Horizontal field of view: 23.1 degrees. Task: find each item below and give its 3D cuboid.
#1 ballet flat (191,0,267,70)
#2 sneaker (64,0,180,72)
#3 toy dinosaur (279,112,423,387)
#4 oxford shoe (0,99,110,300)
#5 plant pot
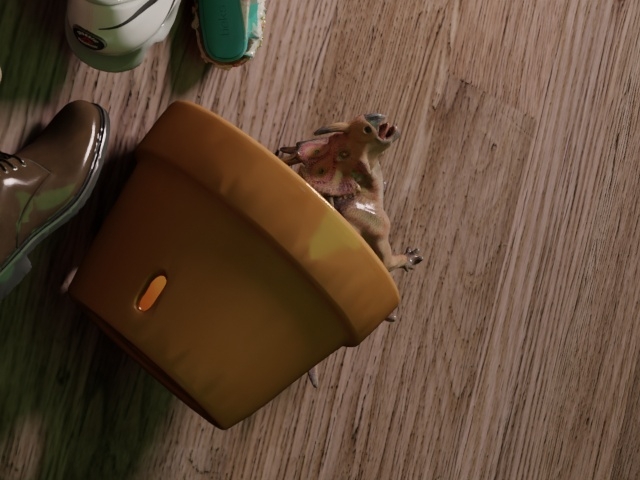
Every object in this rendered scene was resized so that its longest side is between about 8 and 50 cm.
[{"bbox_3d":[-0.092,-0.291,1.550,0.077,0.091,0.241,-64,159,-73],"label":"ballet flat"},{"bbox_3d":[-0.131,-0.318,1.396,0.146,0.122,0.331,108,2,-76],"label":"sneaker"},{"bbox_3d":[0.000,0.000,1.711,0.200,0.127,0.296,25,91,-46],"label":"toy dinosaur"},{"bbox_3d":[-0.264,-0.049,1.369,0.227,0.082,0.096,-57,135,-28],"label":"oxford shoe"},{"bbox_3d":[-0.099,0.040,1.475,0.203,0.291,0.291,-49,137,-10],"label":"plant pot"}]
